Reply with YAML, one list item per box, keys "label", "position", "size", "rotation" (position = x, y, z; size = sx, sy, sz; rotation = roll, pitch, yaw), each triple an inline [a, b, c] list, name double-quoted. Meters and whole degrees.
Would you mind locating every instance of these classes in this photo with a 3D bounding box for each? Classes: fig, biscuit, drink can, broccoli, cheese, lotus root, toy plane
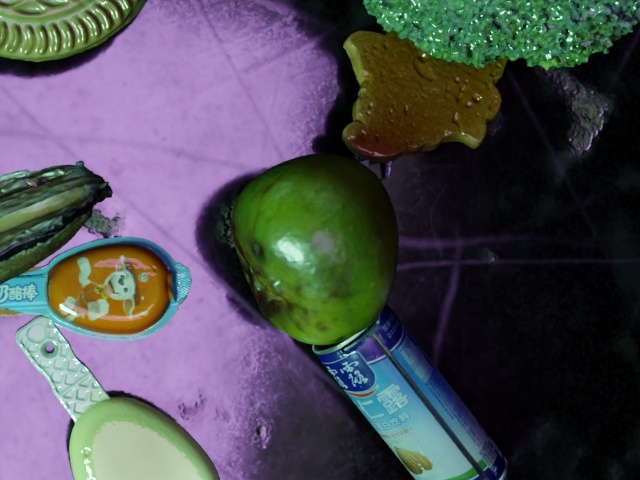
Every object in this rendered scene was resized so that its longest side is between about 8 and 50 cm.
- label: "fig"
  position: [0.000, 0.000, 0.992]
  size: [0.181, 0.181, 0.191]
  rotation: [47, 53, -12]
- label: "biscuit"
  position: [0.123, -0.183, 1.089]
  size: [0.183, 0.043, 0.280]
  rotation: [45, 64, -1]
- label: "drink can"
  position: [0.098, 0.178, 1.063]
  size: [0.097, 0.097, 0.235]
  rotation: [-41, 102, -14]
- label: "biscuit"
  position: [-0.272, -0.296, 0.955]
  size: [0.259, 0.079, 0.259]
  rotation: [0, 89, -16]
- label: "broccoli"
  position: [0.179, -0.338, 0.993]
  size: [0.375, 0.249, 0.302]
  rotation: [29, 77, 3]
- label: "cheese"
  position: [-0.254, 0.049, 0.976]
  size: [0.256, 0.037, 0.106]
  rotation: [-2, 75, -14]
- label: "lotus root"
  position: [-0.344, 0.023, 0.908]
  size: [0.329, 0.167, 0.078]
  rotation: [-24, 126, -16]
- label: "cheese"
  position: [-0.215, 0.186, 0.985]
  size: [0.127, 0.050, 0.255]
  rotation: [-38, 91, -16]
- label: "toy plane"
  position: [0.070, -0.108, 1.089]
  size: [0.083, 0.031, 0.078]
  rotation: [-33, 115, -13]
